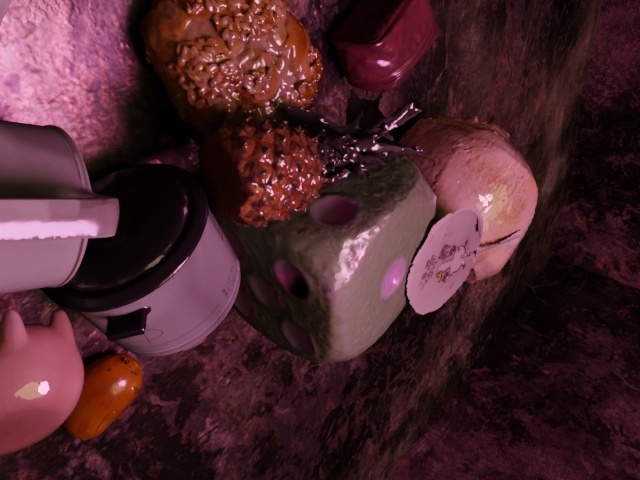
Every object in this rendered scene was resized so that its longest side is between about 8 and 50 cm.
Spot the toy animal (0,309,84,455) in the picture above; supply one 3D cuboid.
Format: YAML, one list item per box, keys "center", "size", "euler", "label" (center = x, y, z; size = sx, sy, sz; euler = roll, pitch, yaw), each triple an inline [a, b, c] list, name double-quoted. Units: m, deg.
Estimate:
- center: [-0.405, 0.187, 0.653]
  size: [0.166, 0.250, 0.154]
  euler: [19, 53, -59]
  label: "toy animal"

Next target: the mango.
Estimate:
- center: [-0.363, 0.261, 0.874]
  size: [0.105, 0.084, 0.159]
  euler: [37, 80, -49]
  label: "mango"

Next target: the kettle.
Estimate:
- center: [-0.394, -0.040, 0.493]
  size: [0.265, 0.205, 0.318]
  euler: [-31, 163, 35]
  label: "kettle"

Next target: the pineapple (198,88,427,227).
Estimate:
- center: [-0.001, -0.135, 0.803]
  size: [0.364, 0.165, 0.165]
  euler: [-25, 130, -35]
  label: "pineapple"

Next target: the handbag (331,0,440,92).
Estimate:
- center: [0.133, -0.410, 1.058]
  size: [0.225, 0.146, 0.135]
  euler: [-55, 142, -17]
  label: "handbag"

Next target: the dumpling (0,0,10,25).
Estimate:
- center: [-0.421, -0.209, 0.368]
  size: [0.212, 0.320, 0.270]
  euler: [-89, -166, -63]
  label: "dumpling"

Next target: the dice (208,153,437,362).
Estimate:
- center: [0.000, 0.000, 0.982]
  size: [0.322, 0.330, 0.318]
  euler: [-38, 142, -34]
  label: "dice"

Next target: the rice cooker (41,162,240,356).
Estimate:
- center: [-0.249, 0.023, 0.744]
  size: [0.227, 0.241, 0.280]
  euler: [70, 10, -52]
  label: "rice cooker"

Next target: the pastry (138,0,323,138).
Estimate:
- center: [-0.114, -0.263, 0.810]
  size: [0.255, 0.162, 0.311]
  euler: [-62, 147, -8]
  label: "pastry"

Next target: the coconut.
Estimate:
- center: [0.339, -0.128, 1.311]
  size: [0.404, 0.404, 0.404]
  euler: [-31, 133, -39]
  label: "coconut"

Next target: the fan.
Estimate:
- center: [0.304, 0.028, 1.084]
  size: [0.414, 0.012, 0.233]
  euler: [-11, 124, -43]
  label: "fan"
